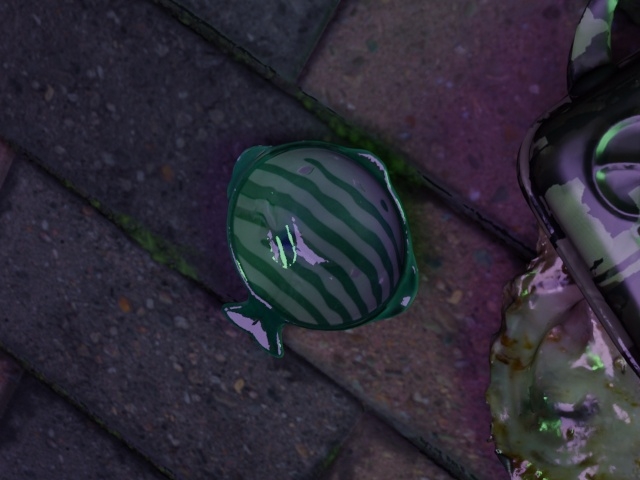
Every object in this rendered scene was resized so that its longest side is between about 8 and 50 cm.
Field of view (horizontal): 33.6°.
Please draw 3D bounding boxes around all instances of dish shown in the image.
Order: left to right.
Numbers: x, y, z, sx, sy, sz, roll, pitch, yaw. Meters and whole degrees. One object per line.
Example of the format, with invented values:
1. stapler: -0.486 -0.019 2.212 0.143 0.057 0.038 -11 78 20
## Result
1. dish: 0.000 0.000 1.078 0.224 0.078 0.246 39 116 6

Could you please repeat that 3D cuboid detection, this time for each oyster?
1. oyster: 0.248 0.149 1.022 0.221 0.096 0.361 -22 98 32

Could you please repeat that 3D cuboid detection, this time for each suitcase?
1. suitcase: 0.338 -0.081 0.831 0.351 0.194 0.339 -33 83 10
